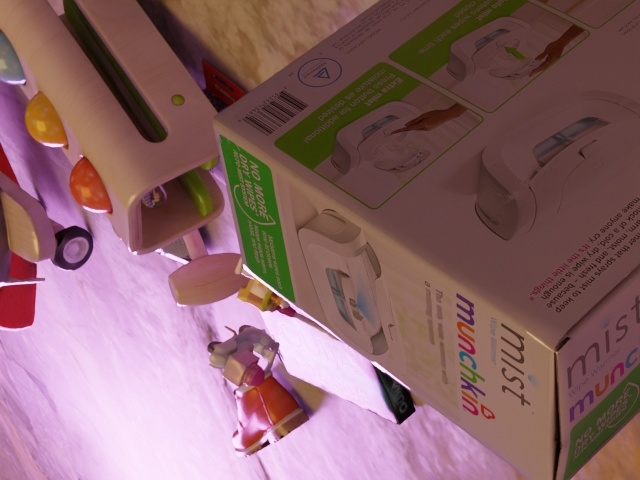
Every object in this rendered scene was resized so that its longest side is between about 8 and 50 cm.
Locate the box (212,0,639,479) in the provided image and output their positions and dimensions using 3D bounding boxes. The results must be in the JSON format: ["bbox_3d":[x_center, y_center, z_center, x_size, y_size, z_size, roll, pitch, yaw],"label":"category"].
[{"bbox_3d":[0.120,-0.043,0.740,0.231,0.262,0.126,34,150,32],"label":"box"}]

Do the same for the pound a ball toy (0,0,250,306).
[{"bbox_3d":[-0.195,-0.092,1.305,0.319,0.136,0.208,55,159,20],"label":"pound a ball toy"}]

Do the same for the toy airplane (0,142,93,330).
[{"bbox_3d":[-0.465,-0.069,1.684,0.384,0.272,0.386,52,155,3],"label":"toy airplane"}]

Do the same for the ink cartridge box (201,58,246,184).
[{"bbox_3d":[-0.094,-0.105,1.292,0.063,0.029,0.115,39,152,28],"label":"ink cartridge box"}]

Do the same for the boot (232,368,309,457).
[{"bbox_3d":[-0.073,0.198,1.628,0.084,0.059,0.158,54,147,5],"label":"boot"}]

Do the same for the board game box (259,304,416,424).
[{"bbox_3d":[0.007,0.103,1.396,0.186,0.026,0.126,17,138,51],"label":"board game box"}]

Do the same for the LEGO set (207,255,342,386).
[{"bbox_3d":[0.000,0.000,1.190,0.107,0.132,0.287,28,125,12],"label":"LEGO set"}]

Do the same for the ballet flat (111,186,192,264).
[{"bbox_3d":[-0.191,-0.049,1.470,0.077,0.079,0.221,37,153,53],"label":"ballet flat"}]
